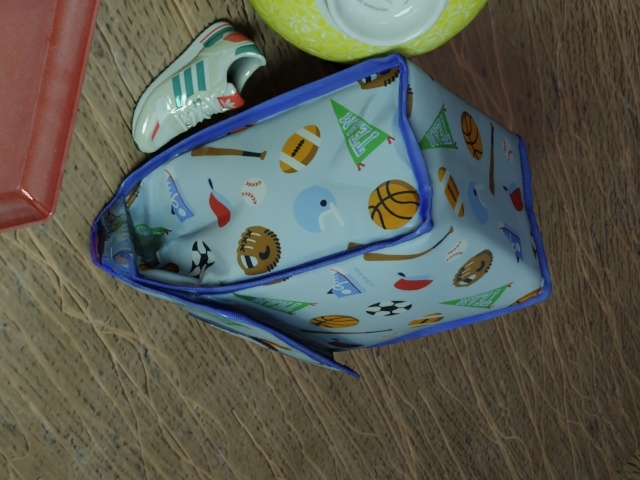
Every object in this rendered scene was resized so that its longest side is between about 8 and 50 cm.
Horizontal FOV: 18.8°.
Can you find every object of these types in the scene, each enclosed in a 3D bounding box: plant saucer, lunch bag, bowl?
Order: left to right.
[{"bbox_3d":[-0.327,-0.114,1.729,0.259,0.047,0.258,-17,131,-46],"label":"plant saucer"},{"bbox_3d":[0.000,0.000,2.021,0.385,0.239,0.328,-16,158,23],"label":"lunch bag"},{"bbox_3d":[0.055,-0.272,1.852,0.289,0.156,0.289,-4,127,-5],"label":"bowl"}]

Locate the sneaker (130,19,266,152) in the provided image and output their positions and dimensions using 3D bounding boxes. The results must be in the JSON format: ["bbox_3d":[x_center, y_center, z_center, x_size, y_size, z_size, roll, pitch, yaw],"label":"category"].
[{"bbox_3d":[-0.121,-0.146,1.946,0.161,0.075,0.057,-49,148,-10],"label":"sneaker"}]

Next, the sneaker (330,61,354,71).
[{"bbox_3d":[0.078,-0.269,2.037,0.122,0.146,0.331,-40,147,-25],"label":"sneaker"}]
